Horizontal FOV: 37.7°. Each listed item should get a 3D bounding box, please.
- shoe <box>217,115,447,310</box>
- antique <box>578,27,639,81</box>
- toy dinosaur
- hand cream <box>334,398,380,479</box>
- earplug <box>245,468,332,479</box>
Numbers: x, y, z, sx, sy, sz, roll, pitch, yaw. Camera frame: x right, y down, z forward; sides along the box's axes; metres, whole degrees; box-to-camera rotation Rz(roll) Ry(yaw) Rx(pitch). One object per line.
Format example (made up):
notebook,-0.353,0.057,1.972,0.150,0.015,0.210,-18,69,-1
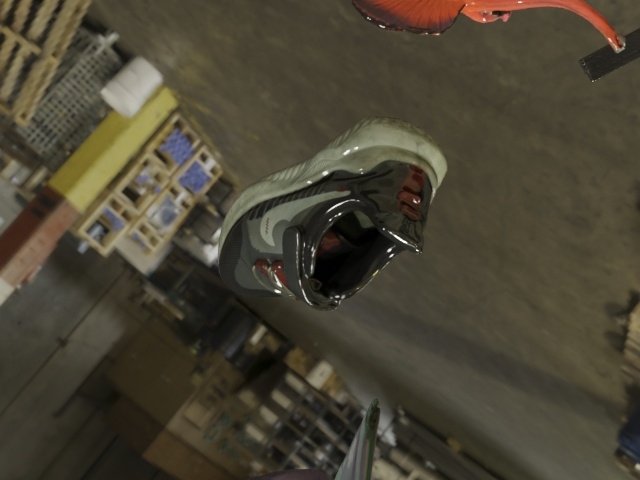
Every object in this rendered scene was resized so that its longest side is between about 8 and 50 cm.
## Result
shoe,0.000,0.000,0.722,0.099,0.112,0.227,36,126,-29
antique,0.380,-0.233,1.038,0.031,0.192,0.015,62,-172,-4
toy dinosaur,0.121,-0.216,0.851,0.286,0.139,0.070,37,143,32
hand cream,0.007,0.196,0.501,0.050,0.079,0.275,43,-155,-15
earplug,0.011,0.444,0.820,0.456,0.215,0.215,58,-179,35
